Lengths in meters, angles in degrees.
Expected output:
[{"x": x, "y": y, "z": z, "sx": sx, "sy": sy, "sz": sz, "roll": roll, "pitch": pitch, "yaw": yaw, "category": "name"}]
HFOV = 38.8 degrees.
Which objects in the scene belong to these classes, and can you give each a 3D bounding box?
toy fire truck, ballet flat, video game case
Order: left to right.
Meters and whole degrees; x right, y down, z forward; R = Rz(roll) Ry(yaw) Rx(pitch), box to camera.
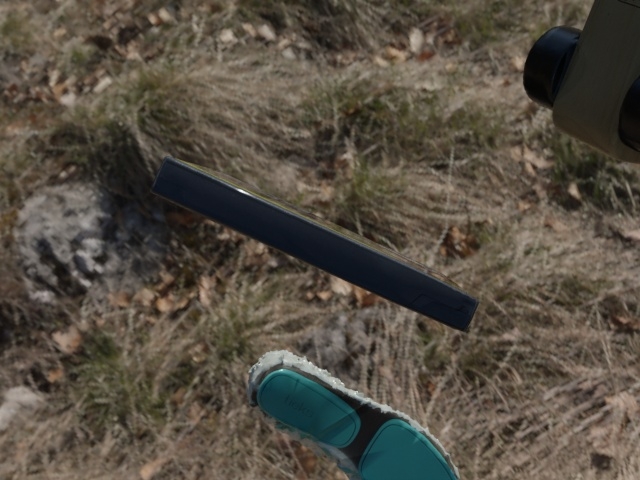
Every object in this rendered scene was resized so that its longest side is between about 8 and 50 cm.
[{"x": 0.000, "y": 0.000, "z": 0.833, "sx": 0.274, "sy": 0.248, "sz": 0.035, "roll": 25, "pitch": 92, "yaw": 2, "category": "video game case"}, {"x": 0.057, "y": 0.299, "z": 1.458, "sx": 0.147, "sy": 0.409, "sz": 0.147, "roll": -48, "pitch": 13, "yaw": 14, "category": "ballet flat"}, {"x": 0.276, "y": -0.164, "z": 0.634, "sx": 0.158, "sy": 0.246, "sz": 0.217, "roll": 40, "pitch": 119, "yaw": 48, "category": "toy fire truck"}]
